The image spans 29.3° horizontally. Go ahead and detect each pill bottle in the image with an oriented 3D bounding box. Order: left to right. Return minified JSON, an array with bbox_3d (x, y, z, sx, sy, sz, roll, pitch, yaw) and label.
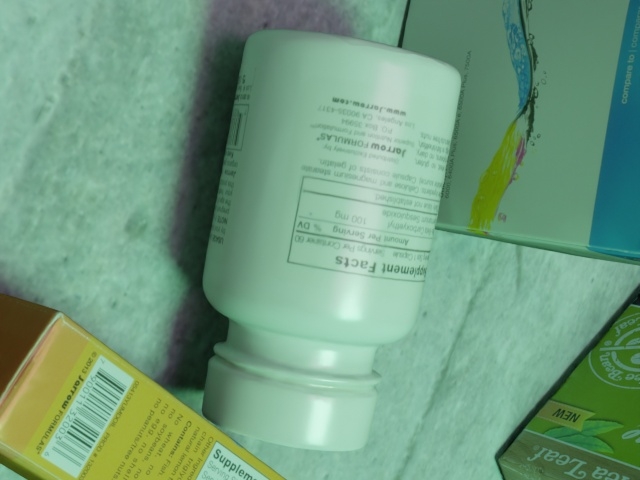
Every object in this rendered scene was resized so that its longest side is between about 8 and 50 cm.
[{"bbox_3d":[0.000,0.000,0.725,0.131,0.131,0.229,8,93,-44],"label":"pill bottle"}]

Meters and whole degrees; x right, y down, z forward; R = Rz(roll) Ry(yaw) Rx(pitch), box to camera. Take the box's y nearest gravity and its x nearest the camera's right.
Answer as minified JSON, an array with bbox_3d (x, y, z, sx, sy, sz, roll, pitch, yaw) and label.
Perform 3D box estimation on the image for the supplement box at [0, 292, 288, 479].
[{"bbox_3d":[-0.107,0.122,0.689,0.233,0.078,0.080,47,64,-39],"label":"supplement box"}]

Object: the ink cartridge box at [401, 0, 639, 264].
[{"bbox_3d":[0.183,-0.073,0.811,0.171,0.232,0.168,9,90,-44],"label":"ink cartridge box"}]

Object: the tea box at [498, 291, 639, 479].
[{"bbox_3d":[0.386,0.192,0.992,0.323,0.329,0.220,-43,126,-29],"label":"tea box"}]
